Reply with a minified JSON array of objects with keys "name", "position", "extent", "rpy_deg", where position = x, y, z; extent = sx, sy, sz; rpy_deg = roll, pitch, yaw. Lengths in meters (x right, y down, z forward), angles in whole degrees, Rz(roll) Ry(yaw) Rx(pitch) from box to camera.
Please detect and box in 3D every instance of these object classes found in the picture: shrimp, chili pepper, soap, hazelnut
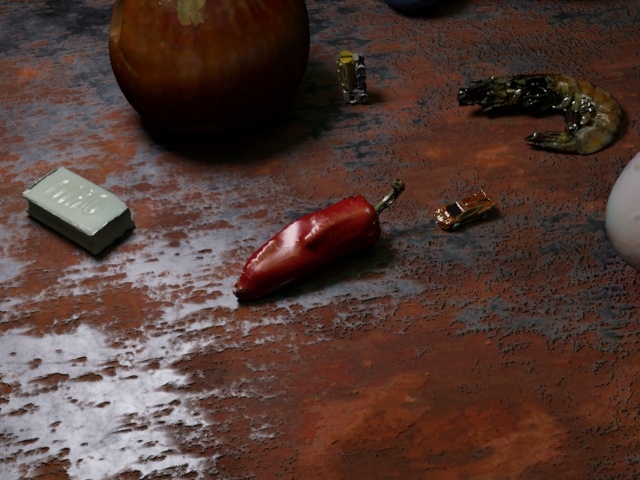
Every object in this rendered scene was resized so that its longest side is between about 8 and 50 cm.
[{"name":"shrimp","position":[0.484,-0.280,2.079],"extent":[0.364,0.071,0.233],"rpy_deg":[1,52,-7]},{"name":"chili pepper","position":[0.000,0.000,1.785],"extent":[0.387,0.110,0.110],"rpy_deg":[-27,52,-17]},{"name":"soap","position":[-0.472,-0.062,1.862],"extent":[0.198,0.063,0.114],"rpy_deg":[27,51,22]},{"name":"hazelnut","position":[-0.225,-0.410,2.005],"extent":[0.429,0.402,0.402],"rpy_deg":[-13,48,-20]}]

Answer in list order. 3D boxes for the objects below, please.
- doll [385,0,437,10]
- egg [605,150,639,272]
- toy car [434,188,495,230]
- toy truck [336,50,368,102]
[{"name":"doll","position":[0.262,-0.667,2.385],"extent":[0.258,0.154,0.228],"rpy_deg":[-22,17,-29]},{"name":"egg","position":[0.680,-0.050,1.683],"extent":[0.339,0.355,0.355],"rpy_deg":[-17,47,7]},{"name":"toy car","position":[0.283,-0.060,1.886],"extent":[0.121,0.035,0.059],"rpy_deg":[-18,53,-19]},{"name":"toy truck","position":[0.071,-0.362,2.111],"extent":[0.062,0.123,0.052],"rpy_deg":[-5,46,3]}]
